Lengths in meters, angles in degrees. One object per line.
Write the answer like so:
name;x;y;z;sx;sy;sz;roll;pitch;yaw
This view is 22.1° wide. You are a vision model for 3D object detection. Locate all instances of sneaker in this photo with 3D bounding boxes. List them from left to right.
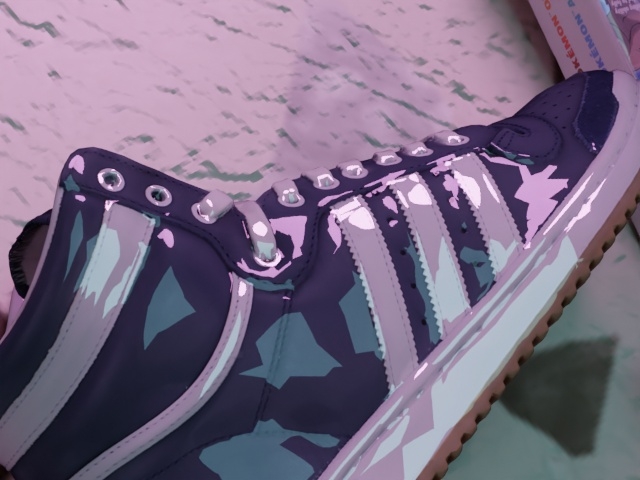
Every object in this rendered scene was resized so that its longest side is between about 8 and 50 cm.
sneaker;0.000;0.000;0.559;0.153;0.099;0.282;40;58;1

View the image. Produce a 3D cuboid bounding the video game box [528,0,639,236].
video game box;0.191;-0.104;0.716;0.205;0.048;0.187;-15;72;-28
